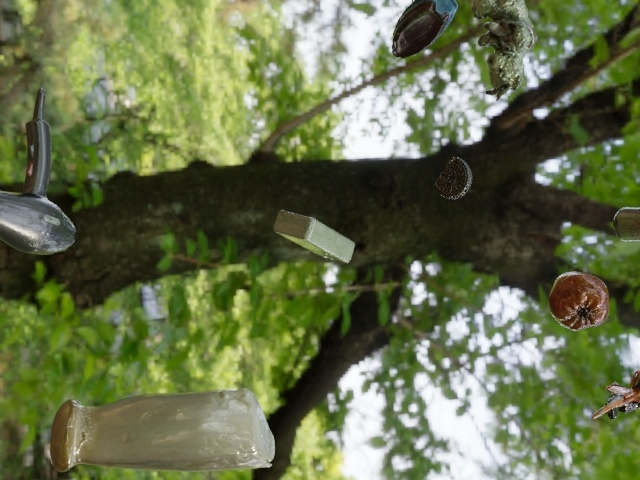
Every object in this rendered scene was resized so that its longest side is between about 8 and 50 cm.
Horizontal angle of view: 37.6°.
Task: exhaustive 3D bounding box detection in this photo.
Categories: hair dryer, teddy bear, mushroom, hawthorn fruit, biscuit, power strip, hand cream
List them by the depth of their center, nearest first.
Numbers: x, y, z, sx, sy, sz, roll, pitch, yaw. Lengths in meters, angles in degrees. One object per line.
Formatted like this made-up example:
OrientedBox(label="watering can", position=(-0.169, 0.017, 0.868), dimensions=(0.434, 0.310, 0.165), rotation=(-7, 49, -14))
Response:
OrientedBox(label="hand cream", position=(0.533, -0.018, 1.387), dimensions=(0.235, 0.086, 0.055), rotation=(8, -111, 52))
OrientedBox(label="hair dryer", position=(-0.473, -0.122, 1.466), dimensions=(0.235, 0.091, 0.272), rotation=(30, 54, -57))
OrientedBox(label="mushroom", position=(-0.269, 0.340, 1.669), dimensions=(0.154, 0.407, 0.138), rotation=(112, -25, -54))
OrientedBox(label="teddy bear", position=(0.377, -0.395, 1.883), dimensions=(0.133, 0.111, 0.213), rotation=(22, -57, 58))
OrientedBox(label="hawthorn fruit", position=(0.523, 0.122, 1.918), dimensions=(0.140, 0.125, 0.125), rotation=(-154, -120, -63))
OrientedBox(label="biscuit", position=(0.280, -0.131, 1.995), dimensions=(0.089, 0.027, 0.087), rotation=(-13, -93, 32))
OrientedBox(label="power strip", position=(0.000, 0.000, 2.038), dimensions=(0.288, 0.093, 0.053), rotation=(29, 77, -64))

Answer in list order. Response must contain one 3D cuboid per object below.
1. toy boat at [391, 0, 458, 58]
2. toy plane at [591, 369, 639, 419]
OrientedBox(label="toy boat", position=(0.222, -0.479, 2.056), dimensions=(0.097, 0.100, 0.223), rotation=(-61, -169, -26))
OrientedBox(label="toy plane", position=(0.596, 0.318, 1.839), dimensions=(0.135, 0.188, 0.062), rotation=(9, -55, 55))
